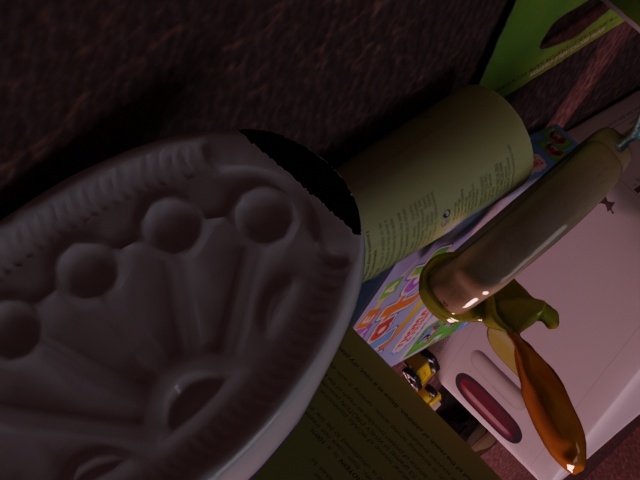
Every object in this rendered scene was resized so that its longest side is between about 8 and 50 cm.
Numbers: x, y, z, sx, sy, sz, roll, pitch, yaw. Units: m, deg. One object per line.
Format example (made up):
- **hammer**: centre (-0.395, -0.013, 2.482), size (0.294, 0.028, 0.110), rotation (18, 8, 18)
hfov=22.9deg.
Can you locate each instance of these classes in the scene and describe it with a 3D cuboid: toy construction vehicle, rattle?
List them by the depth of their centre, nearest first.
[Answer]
- **rattle**: centre (0.162, 0.002, 0.864), size (0.199, 0.143, 0.130), rotation (-37, 161, -26)
- **toy construction vehicle**: centre (0.054, 0.121, 1.194), size (0.086, 0.035, 0.098), rotation (-46, 156, -8)

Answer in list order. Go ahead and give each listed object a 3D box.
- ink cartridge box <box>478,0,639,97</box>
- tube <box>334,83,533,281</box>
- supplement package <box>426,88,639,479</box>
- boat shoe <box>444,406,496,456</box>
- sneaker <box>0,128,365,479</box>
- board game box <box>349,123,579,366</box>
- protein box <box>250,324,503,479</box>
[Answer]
- **ink cartridge box**: centre (0.198, -0.152, 0.795), size (0.189, 0.097, 0.255), rotation (-33, 158, -33)
- **tube**: centre (0.000, 0.000, 0.764), size (0.240, 0.062, 0.070), rotation (-33, 120, -27)
- **supplement package**: centre (0.229, 0.023, 1.178), size (0.204, 0.145, 0.262), rotation (-30, 156, -40)
- **boat shoe**: centre (0.112, 0.190, 1.449), size (0.056, 0.049, 0.152), rotation (-32, 173, 24)
- **sneaker**: centre (-0.117, 0.104, 0.644), size (0.323, 0.130, 0.236), rotation (-47, 173, -12)
- **board game box**: centre (0.065, 0.017, 0.967), size (0.211, 0.039, 0.160), rotation (-22, 151, -50)
- **protein box**: centre (-0.030, 0.163, 0.812), size (0.201, 0.200, 0.136), rotation (-27, 155, -45)
